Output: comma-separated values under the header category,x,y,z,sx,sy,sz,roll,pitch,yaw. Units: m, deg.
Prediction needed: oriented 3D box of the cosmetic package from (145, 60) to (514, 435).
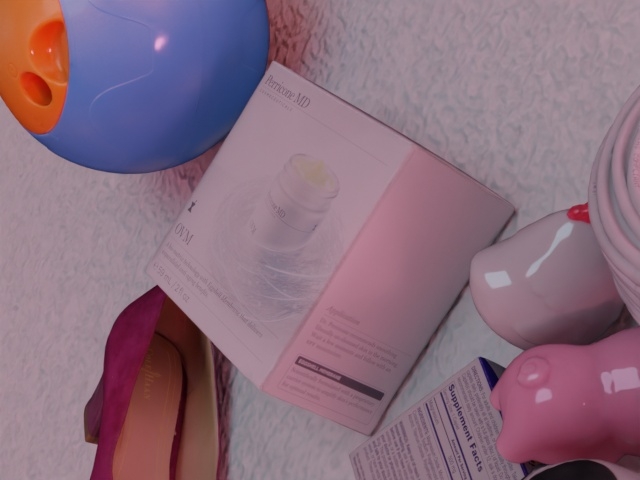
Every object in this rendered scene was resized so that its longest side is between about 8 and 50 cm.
category,x,y,z,sx,sy,sz,roll,pitch,yaw
cosmetic package,0.000,0.000,1.056,0.224,0.138,0.224,-57,40,4

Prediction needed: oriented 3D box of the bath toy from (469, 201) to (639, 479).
category,x,y,z,sx,sy,sz,roll,pitch,yaw
bath toy,0.188,0.110,0.791,0.348,0.151,0.129,-95,28,-43

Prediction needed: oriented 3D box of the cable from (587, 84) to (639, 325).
category,x,y,z,sx,sy,sz,roll,pitch,yaw
cable,0.282,-0.037,0.716,0.257,0.089,0.257,-32,37,8

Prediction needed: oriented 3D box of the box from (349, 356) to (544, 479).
category,x,y,z,sx,sy,sz,roll,pitch,yaw
box,0.103,0.176,0.893,0.137,0.072,0.126,-41,43,25

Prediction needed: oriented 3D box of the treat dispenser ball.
category,x,y,z,sx,sy,sz,roll,pitch,yaw
treat dispenser ball,-0.194,-0.211,1.269,0.288,0.288,0.288,-25,52,37

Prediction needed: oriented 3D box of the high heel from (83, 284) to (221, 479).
category,x,y,z,sx,sy,sz,roll,pitch,yaw
high heel,-0.129,0.181,1.090,0.181,0.127,0.377,-60,35,20
